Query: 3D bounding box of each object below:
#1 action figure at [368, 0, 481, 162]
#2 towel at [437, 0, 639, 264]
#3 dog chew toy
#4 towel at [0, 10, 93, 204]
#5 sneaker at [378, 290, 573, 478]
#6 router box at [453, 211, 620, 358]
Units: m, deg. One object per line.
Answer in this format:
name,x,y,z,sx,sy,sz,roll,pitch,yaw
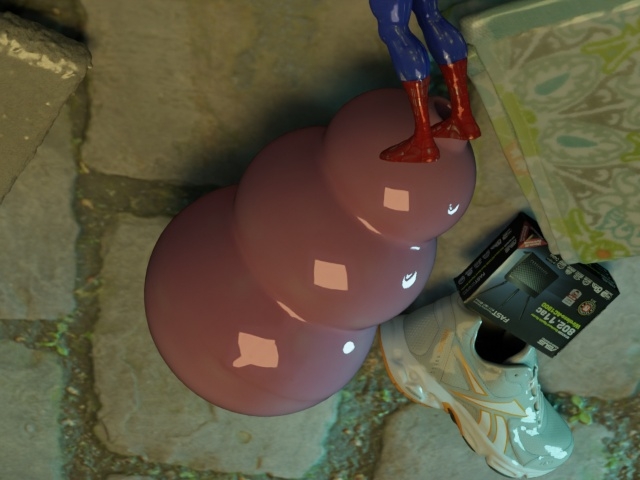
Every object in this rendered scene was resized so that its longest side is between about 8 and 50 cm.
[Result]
action figure,0.025,-0.202,1.115,0.139,0.091,0.280,7,114,38
towel,0.305,-0.130,1.206,0.374,0.090,0.320,-13,139,19
dog chew toy,0.000,0.000,1.307,0.206,0.207,0.332,28,125,-25
towel,-0.326,-0.106,1.319,0.187,0.049,0.282,23,135,-22
sneaker,0.179,0.140,1.520,0.121,0.099,0.262,-32,128,29
router box,0.196,0.042,1.425,0.122,0.038,0.092,31,113,-28
